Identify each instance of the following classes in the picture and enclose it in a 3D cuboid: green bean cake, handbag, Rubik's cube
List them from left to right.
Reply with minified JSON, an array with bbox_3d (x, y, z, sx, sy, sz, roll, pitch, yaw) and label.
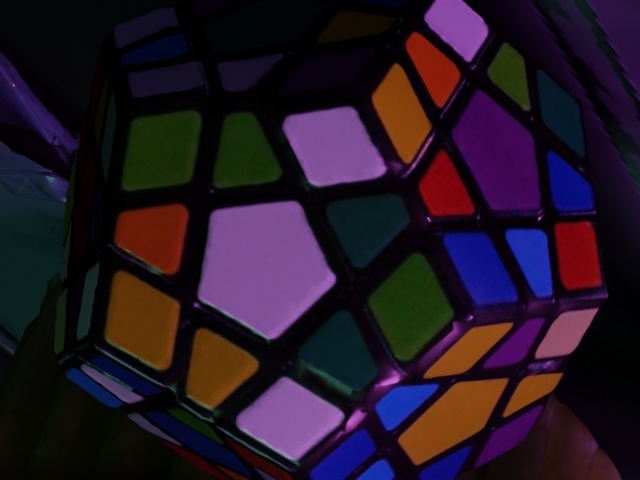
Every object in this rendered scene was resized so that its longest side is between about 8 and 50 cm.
[{"bbox_3d":[-0.122,-0.011,0.675,0.144,0.057,0.221,9,153,36],"label":"handbag"},{"bbox_3d":[-0.008,0.092,0.616,0.214,0.113,0.200,-2,150,39],"label":"green bean cake"},{"bbox_3d":[0.000,0.000,0.375,0.133,0.112,0.133,27,163,9],"label":"Rubik's cube"}]
